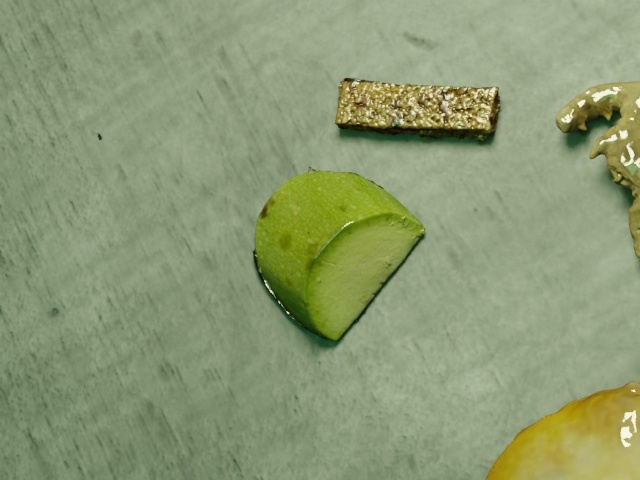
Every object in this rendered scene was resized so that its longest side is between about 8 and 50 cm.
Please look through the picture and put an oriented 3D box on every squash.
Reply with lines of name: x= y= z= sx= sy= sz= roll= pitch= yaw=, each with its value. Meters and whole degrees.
squash: x=-0.005 y=-0.002 z=1.685 sx=0.184 sy=0.085 sz=0.192 roll=39 pitch=92 yaw=20

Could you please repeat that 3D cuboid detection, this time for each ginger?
ginger: x=0.380 y=-0.076 z=1.584 sx=0.149 sy=0.065 sz=0.258 roll=-30 pitch=70 yaw=9

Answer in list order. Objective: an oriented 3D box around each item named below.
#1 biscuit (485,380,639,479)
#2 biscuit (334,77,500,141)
biscuit: x=0.322 y=0.347 z=1.442 sx=0.429 sy=0.104 sz=0.446 roll=-12 pitch=52 yaw=31
biscuit: x=0.113 y=-0.156 z=1.700 sx=0.199 sy=0.034 sz=0.064 roll=6 pitch=82 yaw=20
